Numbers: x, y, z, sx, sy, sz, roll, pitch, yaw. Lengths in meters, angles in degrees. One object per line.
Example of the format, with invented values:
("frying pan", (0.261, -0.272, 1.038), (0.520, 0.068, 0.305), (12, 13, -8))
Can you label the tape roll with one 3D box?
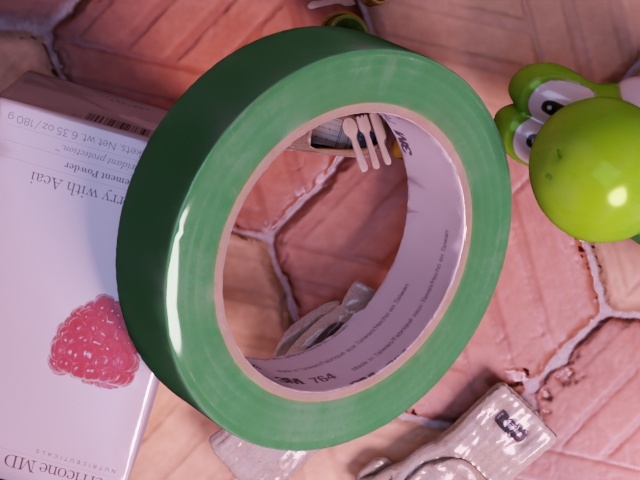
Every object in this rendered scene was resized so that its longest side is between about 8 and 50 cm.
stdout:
("tape roll", (0.000, 0.000, 1.514), (0.321, 0.077, 0.321), (-16, 118, -32))

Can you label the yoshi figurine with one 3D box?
("yoshi figurine", (0.304, -0.026, 1.534), (0.362, 0.203, 0.204), (20, 77, 1))

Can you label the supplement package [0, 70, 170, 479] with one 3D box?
("supplement package", (-0.198, 0.035, 1.584), (0.177, 0.175, 0.293), (15, 101, -4))

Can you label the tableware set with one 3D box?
("tableware set", (0.056, -0.136, 1.606), (0.104, 0.024, 0.154), (-16, 87, -29))

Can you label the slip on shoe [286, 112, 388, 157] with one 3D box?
("slip on shoe", (-0.012, -0.093, 1.627), (0.135, 0.041, 0.051), (13, 101, -3))

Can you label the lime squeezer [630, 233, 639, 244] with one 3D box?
("lime squeezer", (0.329, 0.086, 1.657), (0.110, 0.059, 0.310), (-24, 101, 4))

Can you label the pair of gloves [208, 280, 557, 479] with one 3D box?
("pair of gloves", (0.051, 0.165, 1.679), (0.240, 0.042, 0.204), (37, 95, -9))
